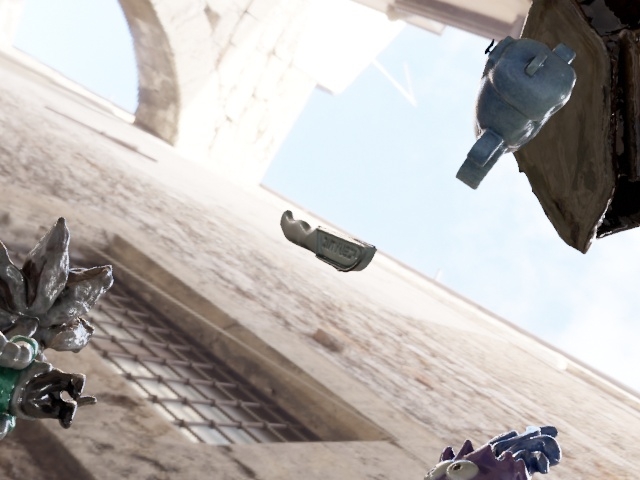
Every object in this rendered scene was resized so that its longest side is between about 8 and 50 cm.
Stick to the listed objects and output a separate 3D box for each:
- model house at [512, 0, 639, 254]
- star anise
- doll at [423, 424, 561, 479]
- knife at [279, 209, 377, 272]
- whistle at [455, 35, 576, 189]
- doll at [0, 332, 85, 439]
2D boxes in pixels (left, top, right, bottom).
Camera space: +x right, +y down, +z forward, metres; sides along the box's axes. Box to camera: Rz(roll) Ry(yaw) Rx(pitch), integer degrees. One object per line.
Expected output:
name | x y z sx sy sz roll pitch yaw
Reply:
model house | 0.430 -0.196 1.108 0.317 0.282 0.297 64 -26 22
star anise | -0.436 0.122 1.271 0.316 0.359 0.139 -57 -135 11
doll | 0.152 0.204 0.730 0.110 0.206 0.067 -21 -95 42
knife | -0.001 0.000 0.657 0.210 0.015 0.028 -154 -104 -69
whistle | 0.210 -0.143 0.888 0.093 0.269 0.180 40 -94 12
doll | -0.390 0.131 0.869 0.258 0.153 0.195 -10 -85 -11
